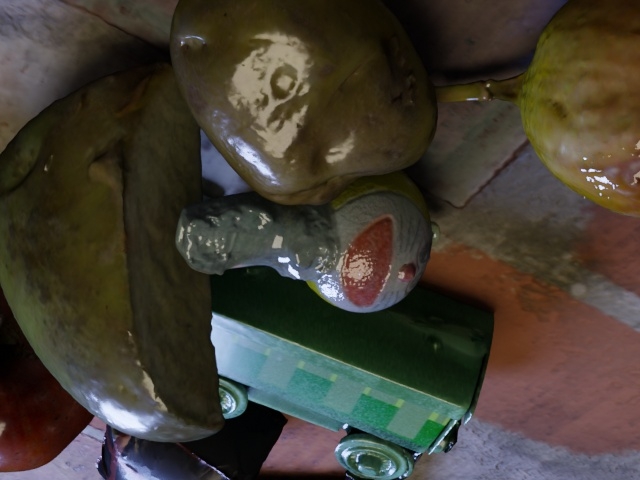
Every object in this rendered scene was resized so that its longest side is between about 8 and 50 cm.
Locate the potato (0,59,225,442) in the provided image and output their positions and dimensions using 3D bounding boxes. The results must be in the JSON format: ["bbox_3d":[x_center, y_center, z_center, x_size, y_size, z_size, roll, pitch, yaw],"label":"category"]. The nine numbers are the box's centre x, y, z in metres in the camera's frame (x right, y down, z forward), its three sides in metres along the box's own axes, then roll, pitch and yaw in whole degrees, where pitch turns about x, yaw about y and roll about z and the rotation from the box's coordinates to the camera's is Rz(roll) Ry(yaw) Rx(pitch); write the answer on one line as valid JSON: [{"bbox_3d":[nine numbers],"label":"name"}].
[{"bbox_3d":[-0.158,0.037,0.993,0.112,0.255,0.269,-4,150,-42],"label":"potato"}]

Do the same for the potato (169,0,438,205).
[{"bbox_3d":[-0.015,-0.111,0.877,0.154,0.137,0.200,-35,124,15],"label":"potato"}]

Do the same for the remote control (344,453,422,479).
[{"bbox_3d":[0.061,0.242,1.352,0.059,0.028,0.212,27,129,4],"label":"remote control"}]

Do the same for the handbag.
[{"bbox_3d":[-0.142,0.207,1.334,0.169,0.155,0.215,32,146,5],"label":"handbag"}]

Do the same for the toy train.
[{"bbox_3d":[-0.001,0.104,1.166,0.300,0.120,0.202,21,141,-3],"label":"toy train"}]

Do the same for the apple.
[{"bbox_3d":[-0.313,0.120,1.251,0.234,0.234,0.234,12,144,9],"label":"apple"}]

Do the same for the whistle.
[{"bbox_3d":[0.000,0.000,0.980,0.223,0.123,0.123,-1,155,-30],"label":"whistle"}]

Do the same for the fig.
[{"bbox_3d":[0.170,-0.092,0.833,0.257,0.159,0.159,8,147,44],"label":"fig"}]

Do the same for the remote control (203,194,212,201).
[{"bbox_3d":[-0.171,-0.042,1.122,0.162,0.029,0.061,24,145,-6],"label":"remote control"}]
